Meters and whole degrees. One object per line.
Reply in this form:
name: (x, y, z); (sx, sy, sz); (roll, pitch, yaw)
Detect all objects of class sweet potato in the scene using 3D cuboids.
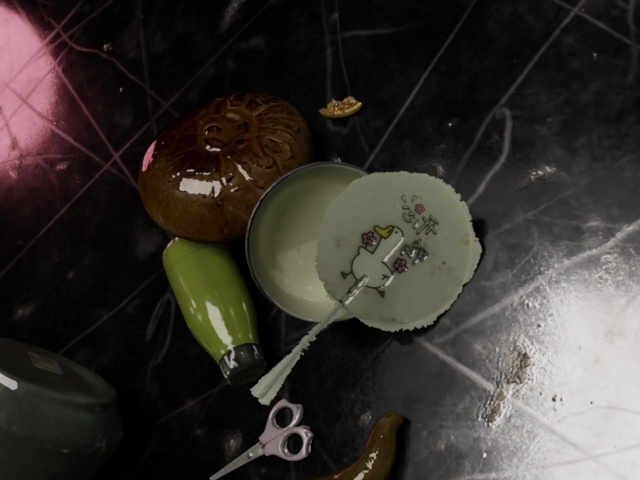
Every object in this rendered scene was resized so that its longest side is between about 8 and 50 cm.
sweet potato: (0.038, 0.338, 1.488); (0.233, 0.062, 0.081); (-43, 54, 6)

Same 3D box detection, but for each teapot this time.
teapot: (-0.516, 0.353, 1.695); (0.362, 0.305, 0.376); (-65, 27, 2)

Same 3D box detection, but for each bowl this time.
bowl: (0.000, 0.000, 1.571); (0.238, 0.237, 0.126); (-59, 12, -2)

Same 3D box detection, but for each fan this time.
fan: (0.047, 0.073, 1.518); (0.414, 0.012, 0.233); (-45, 94, -1)

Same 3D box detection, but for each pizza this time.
pizza: (0.033, -0.218, 1.736); (0.083, 0.016, 0.037); (-4, 63, 31)

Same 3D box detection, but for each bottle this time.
bottle: (-0.160, 0.106, 1.663); (0.112, 0.112, 0.260); (-36, 57, 14)

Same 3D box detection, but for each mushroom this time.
mushroom: (-0.151, -0.124, 1.690); (0.297, 0.163, 0.278); (-38, 42, -23)

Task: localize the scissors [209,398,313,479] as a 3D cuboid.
scissors: (-0.094, 0.318, 1.601); (0.189, 0.015, 0.100); (-35, 56, 17)
